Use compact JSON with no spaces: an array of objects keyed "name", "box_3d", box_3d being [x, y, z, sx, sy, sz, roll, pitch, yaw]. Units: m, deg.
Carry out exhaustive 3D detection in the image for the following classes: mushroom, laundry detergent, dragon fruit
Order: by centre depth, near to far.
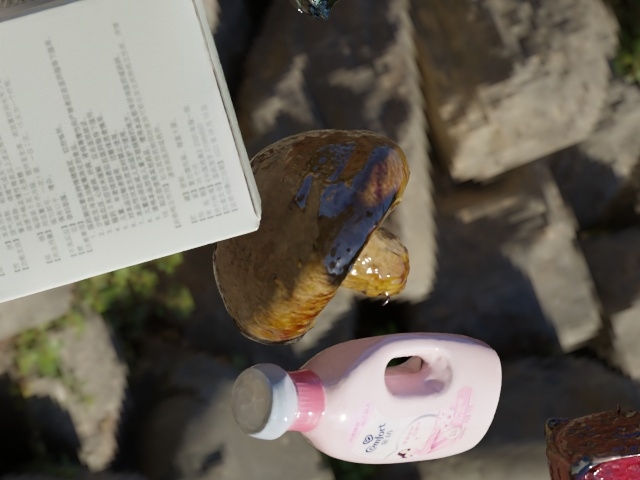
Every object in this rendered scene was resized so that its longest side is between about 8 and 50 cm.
[{"name":"dragon fruit","box_3d":[0.253,0.234,1.715,0.127,0.121,0.161,-158,-118,-74]},{"name":"mushroom","box_3d":[-0.008,-0.004,2.143,0.195,0.263,0.283,30,-4,22]},{"name":"laundry detergent","box_3d":[0.053,0.175,2.172,0.335,0.088,0.159,3,109,-41]}]

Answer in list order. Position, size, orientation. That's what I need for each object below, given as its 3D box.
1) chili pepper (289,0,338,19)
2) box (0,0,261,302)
[{"name":"chili pepper","box_3d":[0.051,-0.284,1.625,0.059,0.227,0.088,41,-3,20]},{"name":"box","box_3d":[-0.211,-0.072,1.396,0.106,0.299,0.200,-103,177,-69]}]
